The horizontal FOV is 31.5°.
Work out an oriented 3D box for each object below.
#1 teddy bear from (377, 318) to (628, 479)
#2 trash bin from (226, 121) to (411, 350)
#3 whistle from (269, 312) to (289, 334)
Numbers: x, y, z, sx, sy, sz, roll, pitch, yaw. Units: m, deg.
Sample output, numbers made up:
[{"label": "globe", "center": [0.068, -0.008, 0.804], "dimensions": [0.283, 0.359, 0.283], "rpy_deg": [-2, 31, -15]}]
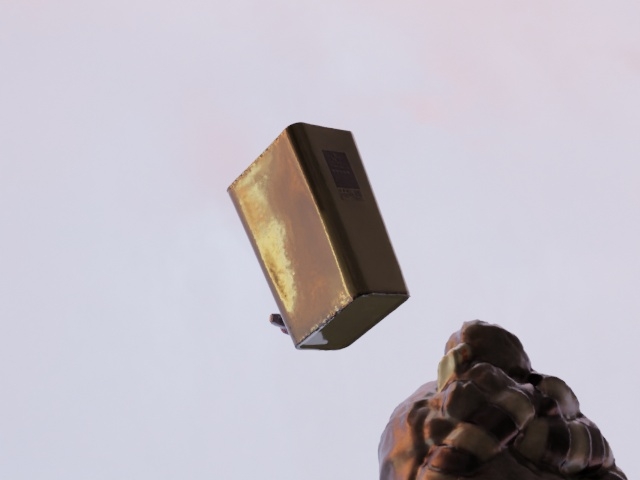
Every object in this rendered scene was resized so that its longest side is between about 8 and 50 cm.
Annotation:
[{"label": "teddy bear", "center": [0.079, 0.179, 0.560], "dimensions": [0.171, 0.144, 0.251], "rpy_deg": [49, -139, -13]}, {"label": "trash bin", "center": [0.000, 0.000, 0.538], "dimensions": [0.043, 0.061, 0.092], "rpy_deg": [3, -124, -43]}, {"label": "whistle", "center": [-0.029, 0.098, 1.344], "dimensions": [0.029, 0.083, 0.033], "rpy_deg": [-7, -108, 42]}]
